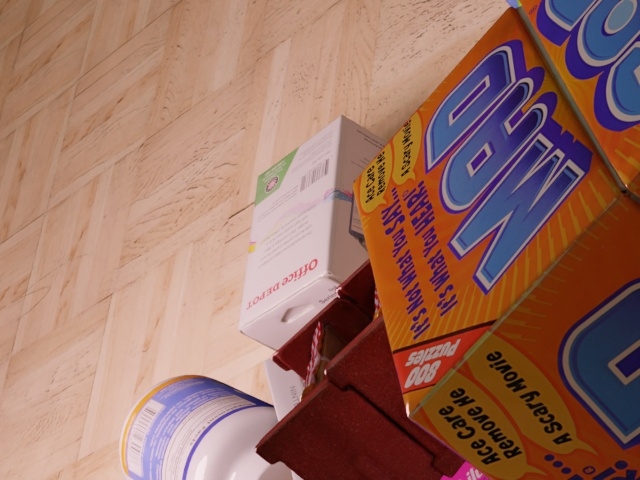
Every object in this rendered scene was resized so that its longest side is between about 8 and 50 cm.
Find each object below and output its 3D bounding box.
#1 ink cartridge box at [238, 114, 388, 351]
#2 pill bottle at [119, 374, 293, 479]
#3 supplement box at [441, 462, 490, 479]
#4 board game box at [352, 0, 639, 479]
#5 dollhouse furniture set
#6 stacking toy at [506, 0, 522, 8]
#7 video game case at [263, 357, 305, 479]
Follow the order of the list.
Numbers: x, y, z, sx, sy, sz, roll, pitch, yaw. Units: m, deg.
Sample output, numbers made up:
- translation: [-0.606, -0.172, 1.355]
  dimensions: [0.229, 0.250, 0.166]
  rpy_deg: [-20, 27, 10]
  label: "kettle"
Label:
- translation: [0.000, 0.000, 2.057]
  dimensions: [0.154, 0.093, 0.212]
  rpy_deg: [-34, 36, 40]
  label: "ink cartridge box"
- translation: [-0.081, 0.229, 1.914]
  dimensions: [0.272, 0.152, 0.152]
  rpy_deg: [15, 77, 60]
  label: "pill bottle"
- translation: [0.147, 0.239, 1.583]
  dimensions: [0.111, 0.114, 0.220]
  rpy_deg: [-48, 29, 22]
  label: "supplement box"
- translation: [0.281, 0.004, 1.244]
  dimensions: [0.356, 0.356, 0.356]
  rpy_deg: [-47, 19, 15]
  label: "board game box"
- translation: [0.144, 0.180, 1.412]
  dimensions: [0.152, 0.374, 0.201]
  rpy_deg: [-48, 7, 13]
  label: "dollhouse furniture set"
- translation: [0.237, -0.244, 1.872]
  dimensions: [0.141, 0.141, 0.330]
  rpy_deg: [-48, 34, 20]
  label: "stacking toy"
- translation: [0.070, 0.136, 1.778]
  dimensions: [0.227, 0.026, 0.206]
  rpy_deg: [-22, 36, 3]
  label: "video game case"
